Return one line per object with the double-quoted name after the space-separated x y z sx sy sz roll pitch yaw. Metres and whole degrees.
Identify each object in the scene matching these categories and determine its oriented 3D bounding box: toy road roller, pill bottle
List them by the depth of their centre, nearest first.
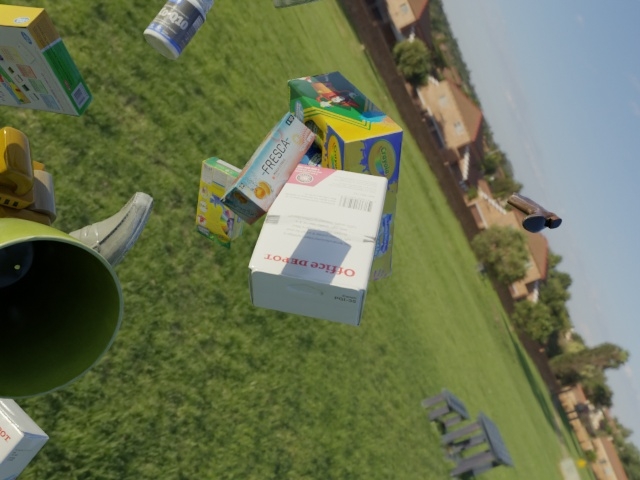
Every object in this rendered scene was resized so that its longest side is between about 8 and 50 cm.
-0.271 -0.426 1.307 0.078 0.137 0.078 31 -11 7 "pill bottle"
-0.816 -0.164 1.798 0.329 0.240 0.203 21 49 -55 "toy road roller"

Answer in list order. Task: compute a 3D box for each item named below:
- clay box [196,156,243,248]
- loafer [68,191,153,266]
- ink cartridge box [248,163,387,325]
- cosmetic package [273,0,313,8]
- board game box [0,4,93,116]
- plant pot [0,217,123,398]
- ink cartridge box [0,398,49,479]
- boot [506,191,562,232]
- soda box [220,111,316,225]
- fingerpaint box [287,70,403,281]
-0.265 -0.098 1.818 0.053 0.127 0.222 -36 146 -50 "clay box"
-0.465 0.015 1.391 0.111 0.319 0.112 39 13 -19 "loafer"
0.000 0.000 1.255 0.117 0.207 0.283 94 9 -49 "ink cartridge box"
0.061 -0.767 1.637 0.393 0.327 0.330 -149 -137 -64 "cosmetic package"
-0.686 -0.397 1.473 0.242 0.316 0.064 76 31 -52 "board game box"
-0.517 0.072 1.147 0.293 0.275 0.275 32 -17 49 "plant pot"
-0.793 0.491 1.535 0.201 0.278 0.117 36 -9 19 "ink cartridge box"
0.394 -0.059 1.312 0.106 0.037 0.114 1 31 -34 "boot"
-0.078 -0.112 1.043 0.063 0.058 0.183 40 53 -14 "soda box"
0.049 -0.161 1.795 0.371 0.163 0.445 -125 -153 -46 "fingerpaint box"
